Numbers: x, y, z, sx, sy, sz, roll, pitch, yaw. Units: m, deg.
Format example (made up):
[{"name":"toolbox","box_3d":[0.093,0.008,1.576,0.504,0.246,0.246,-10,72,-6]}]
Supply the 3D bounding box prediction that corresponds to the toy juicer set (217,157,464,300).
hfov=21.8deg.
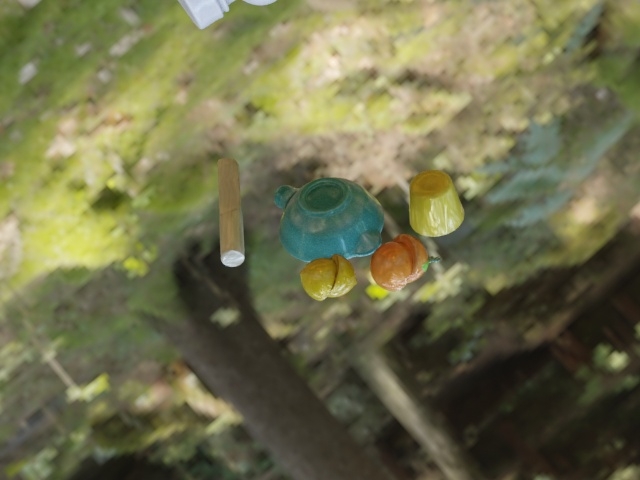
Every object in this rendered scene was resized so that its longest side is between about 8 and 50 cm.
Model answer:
[{"name":"toy juicer set","box_3d":[0.000,0.000,2.057,0.089,0.329,0.209,75,27,-44]}]

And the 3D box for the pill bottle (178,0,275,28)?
[{"name":"pill bottle","box_3d":[-0.024,-0.198,1.001,0.160,0.087,0.087,-34,169,-2]}]
